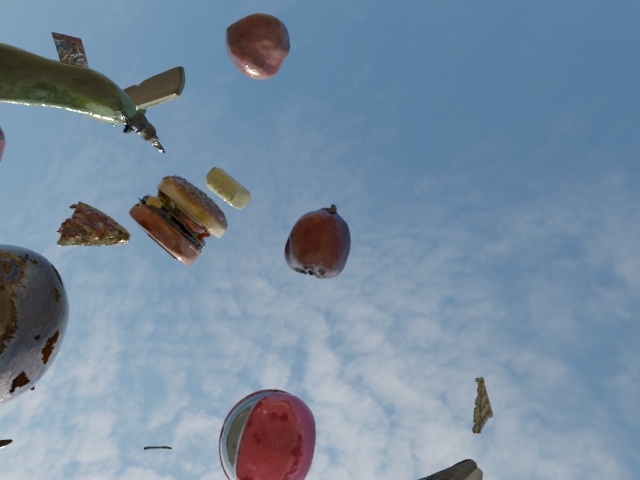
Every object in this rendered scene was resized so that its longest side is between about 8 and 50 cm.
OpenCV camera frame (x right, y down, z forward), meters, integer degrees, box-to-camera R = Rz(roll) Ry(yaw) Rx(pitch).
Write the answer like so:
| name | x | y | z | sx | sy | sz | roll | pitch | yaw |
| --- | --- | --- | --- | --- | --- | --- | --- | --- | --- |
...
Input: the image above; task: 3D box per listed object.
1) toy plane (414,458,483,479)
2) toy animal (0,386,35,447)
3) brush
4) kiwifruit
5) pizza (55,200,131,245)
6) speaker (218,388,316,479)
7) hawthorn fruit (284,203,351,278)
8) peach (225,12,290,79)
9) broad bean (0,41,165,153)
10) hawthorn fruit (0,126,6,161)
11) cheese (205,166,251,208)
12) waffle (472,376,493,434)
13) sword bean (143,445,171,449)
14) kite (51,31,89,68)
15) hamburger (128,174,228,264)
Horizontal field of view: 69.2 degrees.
| name | x | y | z | sx | sy | sz | roll | pitch | yaw |
| --- | --- | --- | --- | --- | --- | --- | --- | --- | --- |
| toy plane | 0.215 | 0.558 | 0.979 | 0.103 | 0.315 | 0.204 | -37 | -139 | 54 |
| toy animal | -0.775 | 0.332 | 1.052 | 0.185 | 0.122 | 0.298 | -29 | -99 | -14 |
| brush | -0.323 | -0.253 | 0.841 | 0.282 | 0.048 | 0.054 | 0 | -101 | 42 |
| kiwifruit | -0.443 | 0.109 | 0.617 | 0.234 | 0.195 | 0.196 | -55 | -130 | 36 |
| pizza | -0.621 | -0.036 | 1.236 | 0.188 | 0.199 | 0.062 | 31 | -66 | 0 |
| speaker | -0.141 | 0.567 | 1.297 | 0.294 | 0.294 | 0.295 | -9 | -117 | 17 |
| hawthorn fruit | 0.000 | 0.000 | 1.155 | 0.168 | 0.169 | 0.188 | 12 | -106 | 25 |
| peach | -0.153 | -0.468 | 1.096 | 0.151 | 0.152 | 0.152 | -9 | -117 | 17 |
| broad bean | -0.287 | -0.139 | 0.400 | 0.067 | 0.324 | 0.075 | 15 | -81 | 56 |
| hawthorn fruit | -0.832 | -0.230 | 1.044 | 0.241 | 0.271 | 0.242 | 2 | -100 | -14 |
| cheese | -0.361 | -0.201 | 1.809 | 0.167 | 0.123 | 0.094 | 39 | -94 | 19 |
| waffle | 0.371 | 0.386 | 1.092 | 0.023 | 0.152 | 0.098 | -19 | -101 | 30 |
| sword bean | -0.443 | 0.567 | 1.267 | 0.012 | 0.083 | 0.012 | -20 | -121 | 38 |
| kite | -0.267 | -0.190 | 0.475 | 0.078 | 0.044 | 0.002 | 1 | -139 | 23 |
| hamburger | -0.449 | -0.072 | 1.502 | 0.291 | 0.291 | 0.225 | 33 | -102 | 30 |
